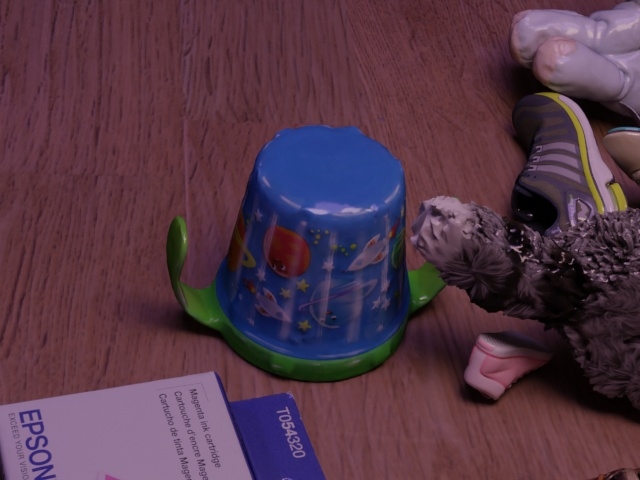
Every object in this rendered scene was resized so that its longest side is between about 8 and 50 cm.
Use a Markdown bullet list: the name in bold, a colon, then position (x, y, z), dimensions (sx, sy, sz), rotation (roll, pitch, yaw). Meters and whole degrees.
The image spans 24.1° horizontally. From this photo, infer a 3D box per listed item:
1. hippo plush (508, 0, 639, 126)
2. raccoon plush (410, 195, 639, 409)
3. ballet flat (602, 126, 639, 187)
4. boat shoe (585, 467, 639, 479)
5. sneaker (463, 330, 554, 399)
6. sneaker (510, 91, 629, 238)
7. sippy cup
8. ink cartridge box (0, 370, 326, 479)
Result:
- **hippo plush**: position (0.409, -0.302, 2.022), dimensions (0.234, 0.236, 0.294), rotation (6, 30, -48)
- **raccoon plush**: position (0.340, -0.018, 1.694), dimensions (0.446, 0.216, 0.299), rotation (35, 36, -13)
- **ballet flat**: position (0.464, -0.079, 1.915), dimensions (0.248, 0.086, 0.086), rotation (13, 37, -28)
- **boat shoe**: position (0.296, 0.275, 1.498), dimensions (0.342, 0.123, 0.123), rotation (-5, 43, -14)
- **sneaker**: position (0.208, 0.143, 1.695), dimensions (0.051, 0.070, 0.134), rotation (33, 17, 37)
- **sneaker**: position (0.295, -0.086, 1.915), dimensions (0.121, 0.111, 0.300), rotation (-8, 41, -11)
- **sippy cup**: position (0.000, 0.000, 1.682), dimensions (0.240, 0.224, 0.305), rotation (34, 47, 26)
- **ink cartridge box**: position (-0.136, 0.272, 1.477), dimensions (0.330, 0.071, 0.324), rotation (-9, 44, -17)
